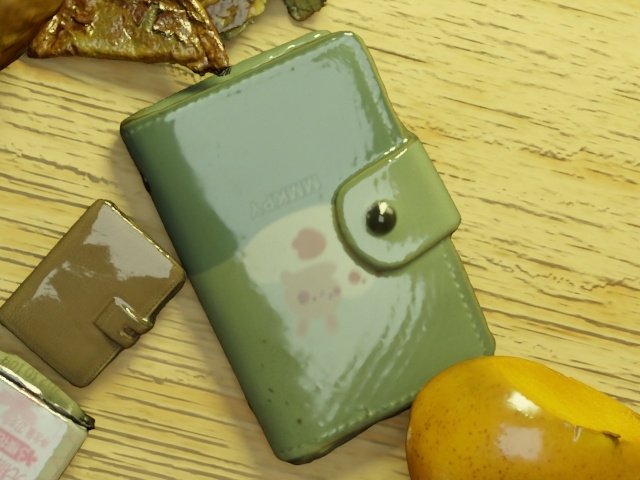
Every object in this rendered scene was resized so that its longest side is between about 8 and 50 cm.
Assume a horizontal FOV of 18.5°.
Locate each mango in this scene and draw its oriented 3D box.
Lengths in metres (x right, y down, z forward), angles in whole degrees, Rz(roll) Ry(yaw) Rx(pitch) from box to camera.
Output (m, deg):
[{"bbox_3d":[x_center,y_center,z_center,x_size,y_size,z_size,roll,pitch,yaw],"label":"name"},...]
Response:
[{"bbox_3d":[0.207,0.215,1.773,0.290,0.160,0.191,18,117,-16],"label":"mango"}]

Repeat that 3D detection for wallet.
[{"bbox_3d":[-0.206,0.050,1.785,0.118,0.039,0.153,44,94,-3],"label":"wallet"},{"bbox_3d":[0.000,0.000,1.797,0.252,0.083,0.360,-26,94,-1],"label":"wallet"}]

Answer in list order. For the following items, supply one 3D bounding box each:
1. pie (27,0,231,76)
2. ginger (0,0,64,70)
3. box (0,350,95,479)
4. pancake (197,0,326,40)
[{"bbox_3d":[-0.170,-0.200,1.786,0.191,0.033,0.088,7,99,8],"label":"pie"},{"bbox_3d":[-0.344,-0.263,1.695,0.269,0.200,0.223,25,88,-6],"label":"ginger"},{"bbox_3d":[-0.371,0.257,1.733,0.190,0.112,0.370,33,86,-7],"label":"box"},{"bbox_3d":[-0.065,-0.311,1.803,0.212,0.056,0.257,22,94,1],"label":"pancake"}]
